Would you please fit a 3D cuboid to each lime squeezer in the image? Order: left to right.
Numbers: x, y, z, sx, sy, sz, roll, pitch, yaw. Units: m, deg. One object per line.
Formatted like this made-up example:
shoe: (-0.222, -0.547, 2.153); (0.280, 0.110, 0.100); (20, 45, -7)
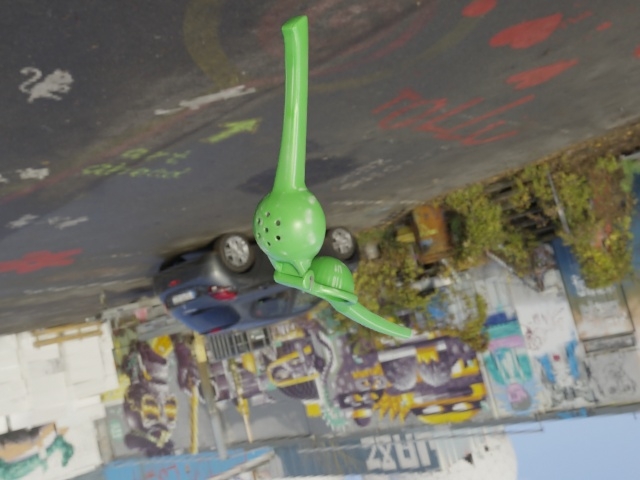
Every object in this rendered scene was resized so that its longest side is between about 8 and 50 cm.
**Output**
lime squeezer: (0.000, 0.000, 0.517); (0.058, 0.310, 0.110); (-5, -143, 25)
